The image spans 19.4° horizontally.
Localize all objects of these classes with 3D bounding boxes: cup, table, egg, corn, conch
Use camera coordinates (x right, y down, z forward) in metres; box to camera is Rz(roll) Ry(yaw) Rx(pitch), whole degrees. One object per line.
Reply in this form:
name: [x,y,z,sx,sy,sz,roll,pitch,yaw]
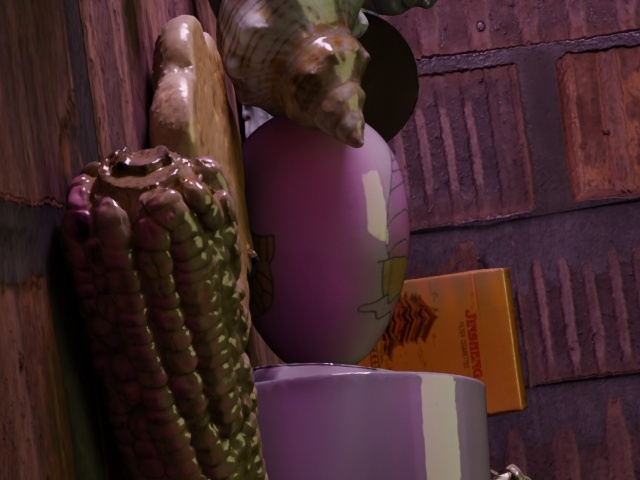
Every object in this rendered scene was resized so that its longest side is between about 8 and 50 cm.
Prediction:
cup: [0.030,0.289,1.587,0.253,0.253,0.371,57,27,-74]
table: [0.007,-0.196,2.291,0.227,0.167,0.167,-156,-124,-73]
egg: [0.000,0.000,1.904,0.196,0.196,0.271,-40,115,-82]
corn: [-0.103,0.094,1.314,0.126,0.127,0.335,-84,168,-64]
conch: [-0.032,-0.230,1.853,0.203,0.170,0.386,106,-23,-46]

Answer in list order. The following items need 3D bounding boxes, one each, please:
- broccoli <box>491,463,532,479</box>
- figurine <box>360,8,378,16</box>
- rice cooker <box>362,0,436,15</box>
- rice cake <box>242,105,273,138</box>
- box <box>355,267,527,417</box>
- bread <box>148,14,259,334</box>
broccoli: [0.101,0.332,1.900,0.348,0.281,0.293,50,13,-53]
figurine: [-0.006,-0.317,2.521,0.263,0.143,0.162,-119,-157,-59]
rice cooker: [0.019,-0.409,2.171,0.264,0.317,0.316,-60,154,-27]
rice cake: [-0.061,-0.093,2.140,0.127,0.043,0.237,32,50,-81]
box: [0.100,0.135,2.247,0.076,0.274,0.174,-2,84,-79]
bread: [-0.105,-0.047,1.681,0.316,0.054,0.316,-7,90,-84]
